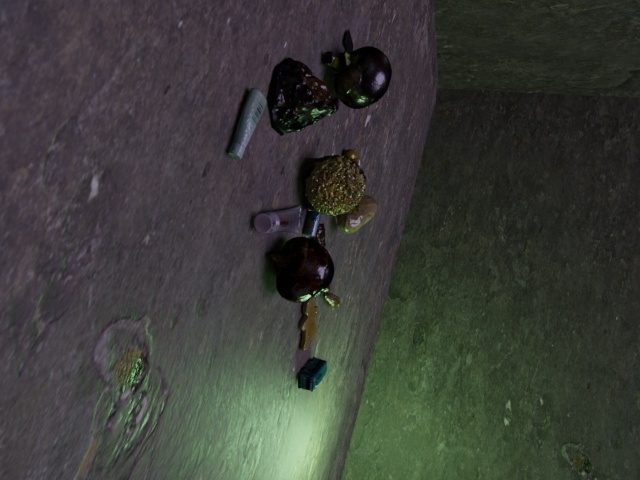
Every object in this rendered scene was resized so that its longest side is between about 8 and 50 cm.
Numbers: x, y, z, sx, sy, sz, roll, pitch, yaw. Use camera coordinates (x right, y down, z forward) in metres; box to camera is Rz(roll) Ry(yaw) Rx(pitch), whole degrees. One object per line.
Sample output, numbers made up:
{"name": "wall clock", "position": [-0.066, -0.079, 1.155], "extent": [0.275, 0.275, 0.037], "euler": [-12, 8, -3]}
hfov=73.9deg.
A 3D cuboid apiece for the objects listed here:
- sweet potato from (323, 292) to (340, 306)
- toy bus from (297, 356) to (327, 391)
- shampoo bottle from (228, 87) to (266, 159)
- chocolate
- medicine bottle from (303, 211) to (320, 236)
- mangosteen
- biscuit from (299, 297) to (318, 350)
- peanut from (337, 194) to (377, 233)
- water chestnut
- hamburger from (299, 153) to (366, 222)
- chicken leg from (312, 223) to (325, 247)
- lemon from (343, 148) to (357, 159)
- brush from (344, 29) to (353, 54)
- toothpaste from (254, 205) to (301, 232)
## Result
{"name": "sweet potato", "position": [0.052, 0.276, 2.000], "extent": [0.206, 0.067, 0.060], "euler": [45, 34, -59]}
{"name": "toy bus", "position": [-0.034, 0.596, 1.894], "extent": [0.160, 0.091, 0.079], "euler": [-32, 128, -62]}
{"name": "shampoo bottle", "position": [-0.193, -0.302, 1.114], "extent": [0.069, 0.041, 0.191], "euler": [62, 43, -66]}
{"name": "chocolate", "position": [-0.029, -0.435, 1.286], "extent": [0.224, 0.176, 0.207], "euler": [-59, 151, -45]}
{"name": "medicine bottle", "position": [-0.021, -0.107, 1.638], "extent": [0.051, 0.051, 0.191], "euler": [35, 68, -67]}
{"name": "mangosteen", "position": [0.131, -0.628, 1.581], "extent": [0.289, 0.231, 0.232], "euler": [27, 73, -41]}
{"name": "biscuit", "position": [-0.051, 0.340, 1.810], "extent": [0.153, 0.030, 0.235], "euler": [-49, 143, -54]}
{"name": "peanut", "position": [0.168, -0.127, 1.999], "extent": [0.325, 0.140, 0.153], "euler": [-44, 156, -54]}
{"name": "water chestnut", "position": [-0.074, 0.092, 1.432], "extent": [0.223, 0.238, 0.224], "euler": [-165, -90, -70]}
{"name": "hamburger", "position": [0.046, -0.185, 1.531], "extent": [0.139, 0.242, 0.262], "euler": [-90, 178, -65]}
{"name": "chicken leg", "position": [-0.002, 0.003, 1.742], "extent": [0.089, 0.048, 0.219], "euler": [-57, 150, -39]}
{"name": "lemon", "position": [0.131, -0.369, 1.883], "extent": [0.083, 0.062, 0.062], "euler": [70, 36, -53]}
{"name": "brush", "position": [0.125, -0.766, 1.735], "extent": [0.193, 0.016, 0.063], "euler": [50, 54, -63]}
{"name": "toothpaste", "position": [-0.120, -0.065, 1.395], "extent": [0.323, 0.066, 0.100], "euler": [-15, 109, -72]}
